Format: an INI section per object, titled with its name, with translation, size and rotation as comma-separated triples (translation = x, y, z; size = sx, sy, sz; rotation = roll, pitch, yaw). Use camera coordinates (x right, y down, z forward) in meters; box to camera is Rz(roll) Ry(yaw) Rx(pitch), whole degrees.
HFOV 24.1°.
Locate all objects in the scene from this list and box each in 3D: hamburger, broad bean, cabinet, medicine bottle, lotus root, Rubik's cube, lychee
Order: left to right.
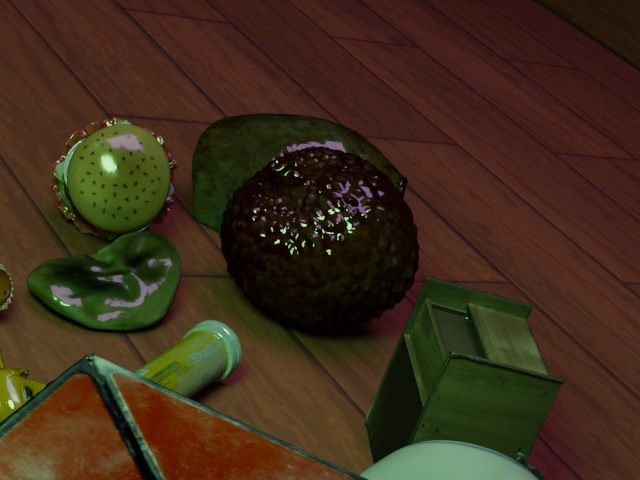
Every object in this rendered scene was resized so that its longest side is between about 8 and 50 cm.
[broad bean]
translation = -0.264, 0.057, 1.881
size = 0.153, 0.072, 0.207
rotation = 32, 38, 31
[Rubik's cube]
translation = -0.154, 0.312, 1.125
size = 0.305, 0.310, 0.307
rotation = 22, 24, 10
[hamburger]
translation = -0.274, -0.082, 2.009
size = 0.175, 0.175, 0.137
rotation = 15, -2, -11
[medicine bottle]
translation = -0.173, 0.160, 1.716
size = 0.074, 0.074, 0.218
rotation = 28, 27, 17
[lotus root]
translation = -0.037, -0.075, 2.208
size = 0.314, 0.210, 0.142
rotation = 10, 11, 10
[lychee]
translation = 0.000, 0.000, 1.992
size = 0.261, 0.260, 0.260
rotation = 17, 24, -8
[cabinet]
translation = 0.165, 0.188, 1.736
size = 0.148, 0.215, 0.175
rotation = 14, 25, -13

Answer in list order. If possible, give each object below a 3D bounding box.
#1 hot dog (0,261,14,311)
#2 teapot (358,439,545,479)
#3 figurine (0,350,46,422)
[hot dog]
translation = -0.457, 0.057, 1.708
size = 0.131, 0.069, 0.253
rotation = 34, 28, 27
[teapot]
translation = 0.110, 0.339, 1.377
size = 0.424, 0.252, 0.280
rotation = 35, 53, -23
[figurine]
translation = -0.371, 0.144, 1.576
size = 0.176, 0.121, 0.122
rotation = 43, 49, 18
